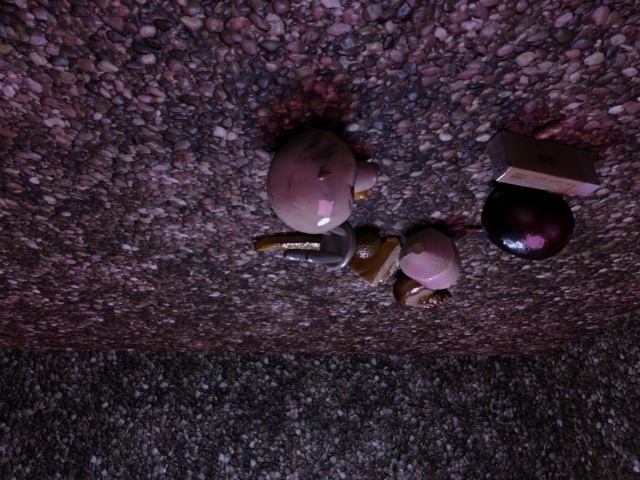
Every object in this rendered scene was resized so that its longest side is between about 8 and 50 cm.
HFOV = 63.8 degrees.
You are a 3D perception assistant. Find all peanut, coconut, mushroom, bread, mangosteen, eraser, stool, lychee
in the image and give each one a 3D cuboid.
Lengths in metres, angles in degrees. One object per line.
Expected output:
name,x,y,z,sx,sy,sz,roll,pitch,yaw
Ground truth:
peanut,0.660,-0.317,1.489,0.037,0.037,0.083,20,144,-36
coconut,0.440,0.067,2.056,0.233,0.233,0.245,-15,151,25
mushroom,0.485,0.230,2.441,0.279,0.163,0.297,-1,154,19
bread,0.220,0.065,2.185,0.211,0.224,0.184,33,178,31
mushroom,0.024,-0.171,1.526,0.336,0.314,0.314,-8,162,-39
mangosteen,0.685,-0.082,1.695,0.297,0.297,0.293,2,132,-7
eraser,0.674,-0.228,1.551,0.344,0.144,0.078,7,151,-18
stool,0.000,0.000,1.891,0.199,0.195,0.195,15,173,-38
lychee,0.175,0.018,2.051,0.147,0.114,0.114,-29,147,9

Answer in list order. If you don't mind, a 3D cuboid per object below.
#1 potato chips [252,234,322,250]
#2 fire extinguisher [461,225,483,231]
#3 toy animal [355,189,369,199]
potato chips,-0.071,0.011,2.078,0.408,0.057,0.080,0,150,-4
fire extinguisher,0.605,-0.045,2.045,0.083,0.022,0.028,1,-176,-4
toy animal,0.083,-0.179,1.715,0.160,0.083,0.070,3,-178,15
